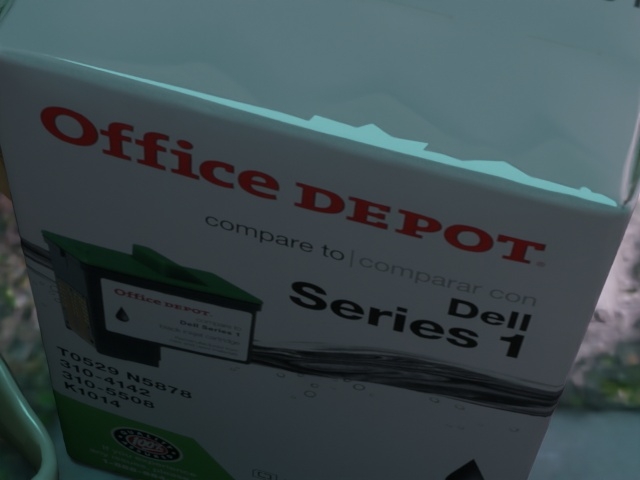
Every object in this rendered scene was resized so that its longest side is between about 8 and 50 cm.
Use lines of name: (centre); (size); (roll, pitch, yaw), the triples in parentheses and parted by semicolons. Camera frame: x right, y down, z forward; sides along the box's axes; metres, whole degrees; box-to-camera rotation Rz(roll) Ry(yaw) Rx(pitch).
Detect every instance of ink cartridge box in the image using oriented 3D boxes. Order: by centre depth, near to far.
ink cartridge box: (0.000, 0.000, 0.418); (0.160, 0.219, 0.092); (14, 56, 7)

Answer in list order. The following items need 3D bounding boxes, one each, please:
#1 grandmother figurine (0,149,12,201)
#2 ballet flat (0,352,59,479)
grandmother figurine: (-0.015, -0.143, 0.574); (0.208, 0.104, 0.342); (29, 55, 30)
ballet flat: (-0.152, 0.103, 0.397); (0.182, 0.164, 0.482); (-7, 53, -32)
